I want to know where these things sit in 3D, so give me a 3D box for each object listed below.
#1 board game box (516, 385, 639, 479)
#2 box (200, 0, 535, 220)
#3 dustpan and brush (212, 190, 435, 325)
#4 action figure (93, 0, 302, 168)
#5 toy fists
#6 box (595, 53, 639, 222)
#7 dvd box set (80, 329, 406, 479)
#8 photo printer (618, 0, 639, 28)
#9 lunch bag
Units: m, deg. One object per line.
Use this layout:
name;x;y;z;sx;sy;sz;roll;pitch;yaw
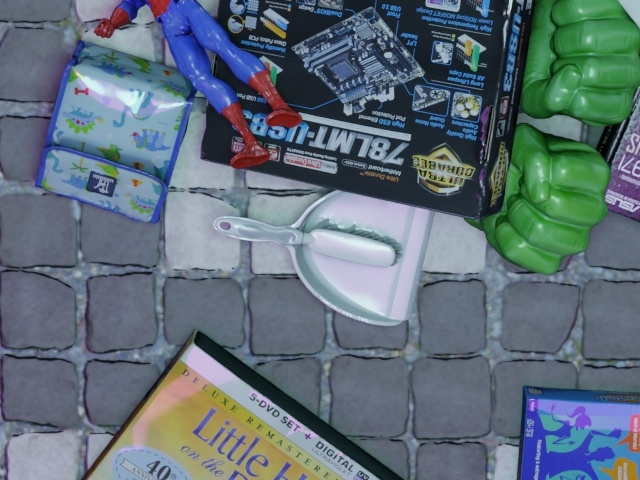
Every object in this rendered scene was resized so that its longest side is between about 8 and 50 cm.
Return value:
board game box;0.303;0.232;1.827;0.210;0.047;0.160;2;102;0
box;0.044;-0.190;1.680;0.295;0.073;0.293;13;105;24
dustpan and brush;0.000;0.000;1.779;0.211;0.060;0.147;12;102;-1
action figure;-0.145;-0.198;1.668;0.091;0.139;0.280;-47;64;30
toy fists;0.217;-0.108;1.697;0.096;0.142;0.279;7;104;-37
box;0.360;-0.077;1.746;0.180;0.077;0.147;22;102;-3
dvd box set;-0.129;0.343;1.854;0.307;0.062;0.420;37;100;-7
photo printer;0.345;-0.352;1.580;0.307;0.107;0.256;-43;69;28
lunch bag;-0.197;-0.098;1.752;0.129;0.096;0.151;18;116;-5
